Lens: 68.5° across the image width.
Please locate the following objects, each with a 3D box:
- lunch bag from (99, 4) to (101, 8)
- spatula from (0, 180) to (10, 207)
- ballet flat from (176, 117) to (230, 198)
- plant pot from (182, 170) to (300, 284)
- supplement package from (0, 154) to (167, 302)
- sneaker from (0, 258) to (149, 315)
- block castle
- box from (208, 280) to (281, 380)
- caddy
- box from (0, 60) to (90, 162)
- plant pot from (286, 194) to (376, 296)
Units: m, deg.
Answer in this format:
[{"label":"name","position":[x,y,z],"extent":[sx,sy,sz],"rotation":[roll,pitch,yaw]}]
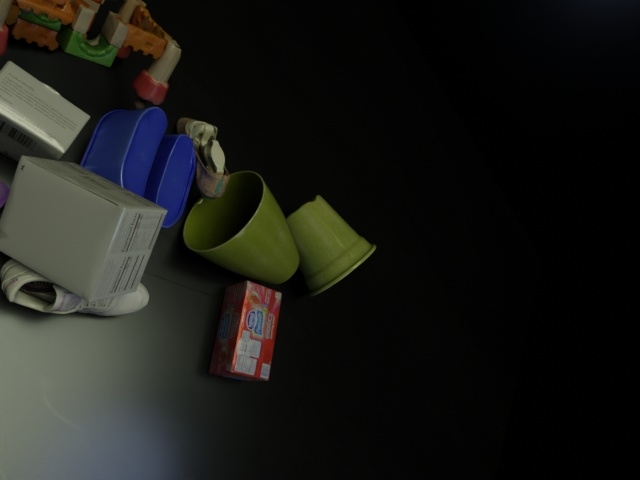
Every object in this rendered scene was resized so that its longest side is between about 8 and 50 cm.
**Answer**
[{"label":"lunch bag","position":[-0.659,-0.668,1.213],"extent":[0.128,0.096,0.151],"rotation":[-18,99,-46]},{"label":"spatula","position":[-0.792,-0.165,0.963],"extent":[0.296,0.030,0.084],"rotation":[42,50,-26]},{"label":"ballet flat","position":[-0.322,-0.262,1.328],"extent":[0.107,0.106,0.316],"rotation":[-4,56,-40]},{"label":"plant pot","position":[-0.194,-0.003,1.364],"extent":[0.293,0.274,0.275],"rotation":[49,47,-42]},{"label":"supplement package","position":[-0.497,-0.026,0.978],"extent":[0.204,0.261,0.145],"rotation":[-66,167,8]},{"label":"sneaker","position":[-0.529,0.127,1.032],"extent":[0.305,0.152,0.114],"rotation":[15,101,-35]},{"label":"block castle","position":[-0.582,-0.483,1.068],"extent":[0.303,0.213,0.453],"rotation":[50,25,23]},{"label":"box","position":[-0.210,0.258,1.329],"extent":[0.128,0.122,0.257],"rotation":[26,59,-37]},{"label":"caddy","position":[-0.467,-0.174,1.186],"extent":[0.241,0.179,0.341],"rotation":[48,44,-53]},{"label":"box","position":[-0.643,-0.257,1.032],"extent":[0.181,0.182,0.119],"rotation":[37,56,-30]},{"label":"plant pot","position":[0.000,0.000,1.548],"extent":[0.254,0.276,0.276],"rotation":[54,46,-2]}]
